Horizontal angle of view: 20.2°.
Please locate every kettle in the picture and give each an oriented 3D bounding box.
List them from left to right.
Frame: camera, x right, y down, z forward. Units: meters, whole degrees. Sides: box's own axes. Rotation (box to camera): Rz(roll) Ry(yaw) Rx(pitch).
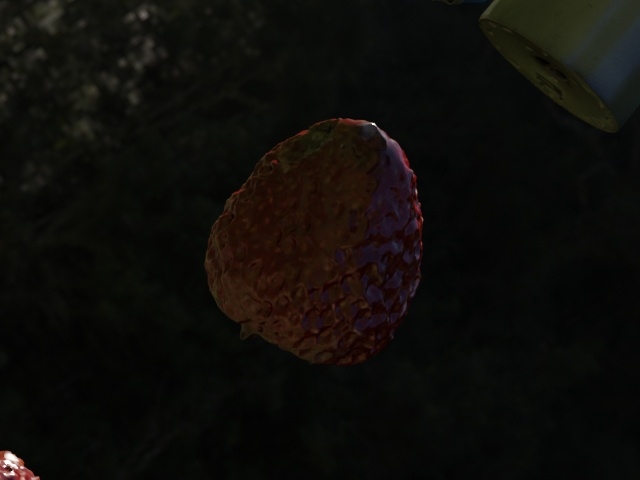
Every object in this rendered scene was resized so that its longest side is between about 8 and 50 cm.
[{"bbox_3d":[0.287,-0.241,1.667,0.165,0.255,0.240,36,-3,16],"label":"kettle"}]

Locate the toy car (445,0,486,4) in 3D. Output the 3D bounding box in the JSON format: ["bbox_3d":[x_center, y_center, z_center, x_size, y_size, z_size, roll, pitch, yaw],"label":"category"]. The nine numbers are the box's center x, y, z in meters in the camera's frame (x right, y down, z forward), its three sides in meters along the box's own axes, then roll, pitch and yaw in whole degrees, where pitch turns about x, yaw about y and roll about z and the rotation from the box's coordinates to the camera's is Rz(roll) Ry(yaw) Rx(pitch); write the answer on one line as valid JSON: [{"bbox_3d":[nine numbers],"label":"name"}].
[{"bbox_3d":[0.189,-0.377,2.176,0.100,0.191,0.097,-3,30,-31],"label":"toy car"}]

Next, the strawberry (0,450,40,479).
[{"bbox_3d":[-0.251,0.225,1.230,0.187,0.184,0.201,62,30,-19],"label":"strawberry"}]

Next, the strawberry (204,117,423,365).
[{"bbox_3d":[-0.009,0.011,2.358,0.310,0.292,0.292,87,-21,-59],"label":"strawberry"}]
